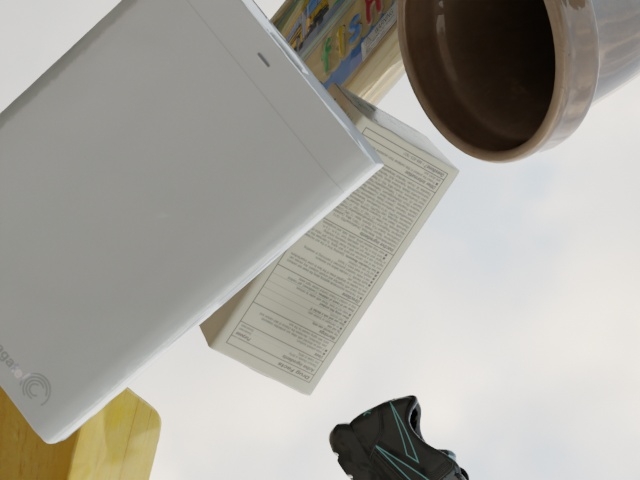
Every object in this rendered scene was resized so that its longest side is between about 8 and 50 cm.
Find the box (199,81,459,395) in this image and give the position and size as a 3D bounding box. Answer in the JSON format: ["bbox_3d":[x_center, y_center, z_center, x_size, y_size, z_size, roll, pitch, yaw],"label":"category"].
[{"bbox_3d":[0.000,0.000,1.931,0.311,0.148,0.121,-55,-154,11],"label":"box"}]

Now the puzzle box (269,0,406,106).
[{"bbox_3d":[0.009,-0.235,2.135,0.409,0.052,0.272,-47,-147,41],"label":"puzzle box"}]

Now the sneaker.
[{"bbox_3d":[0.111,0.273,1.745,0.106,0.101,0.267,-33,-114,-1],"label":"sneaker"}]

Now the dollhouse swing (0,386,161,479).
[{"bbox_3d":[-0.284,0.226,1.875,0.347,0.305,0.315,17,-86,39],"label":"dollhouse swing"}]

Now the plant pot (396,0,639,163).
[{"bbox_3d":[0.245,-0.233,1.839,0.229,0.263,0.263,-18,-172,-34],"label":"plant pot"}]

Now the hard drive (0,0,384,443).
[{"bbox_3d":[-0.135,-0.032,1.204,0.307,0.203,0.040,-40,172,14],"label":"hard drive"}]
